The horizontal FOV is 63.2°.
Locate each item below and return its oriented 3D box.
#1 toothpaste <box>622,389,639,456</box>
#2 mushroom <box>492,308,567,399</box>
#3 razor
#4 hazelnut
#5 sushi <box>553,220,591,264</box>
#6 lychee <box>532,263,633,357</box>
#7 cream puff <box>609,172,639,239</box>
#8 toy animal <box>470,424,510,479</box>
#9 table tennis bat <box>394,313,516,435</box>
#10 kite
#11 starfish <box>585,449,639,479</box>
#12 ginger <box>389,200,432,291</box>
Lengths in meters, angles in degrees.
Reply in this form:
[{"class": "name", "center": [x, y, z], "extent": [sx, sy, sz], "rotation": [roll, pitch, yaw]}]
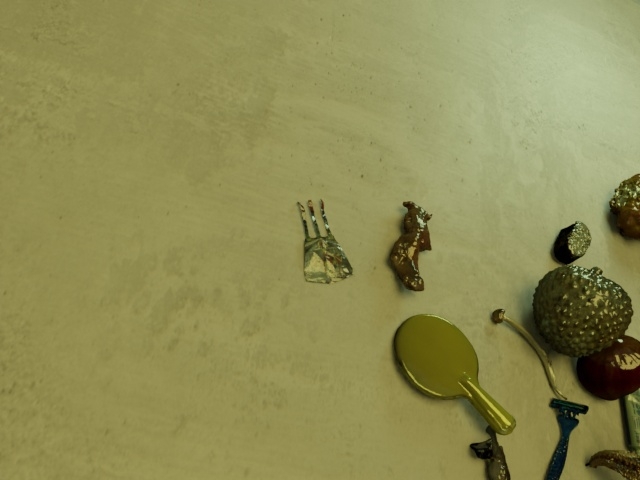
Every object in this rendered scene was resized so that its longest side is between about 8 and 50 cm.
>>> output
[{"class": "toothpaste", "center": [0.902, 0.495, 1.498], "extent": [0.069, 0.047, 0.269], "rotation": [11, 58, 4]}, {"class": "mushroom", "center": [0.601, 0.311, 1.471], "extent": [0.068, 0.043, 0.306], "rotation": [-40, 85, -15]}, {"class": "razor", "center": [0.613, 0.569, 1.341], "extent": [0.056, 0.093, 0.324], "rotation": [53, 54, -35]}, {"class": "hazelnut", "center": [0.836, 0.357, 1.489], "extent": [0.201, 0.160, 0.170], "rotation": [-27, 60, 7]}, {"class": "sushi", "center": [0.812, 0.010, 1.680], "extent": [0.090, 0.078, 0.150], "rotation": [42, 56, -6]}, {"class": "lychee", "center": [0.729, 0.195, 1.461], "extent": [0.255, 0.255, 0.275], "rotation": [24, 80, -10]}, {"class": "cream puff", "center": [1.136, -0.112, 1.830], "extent": [0.268, 0.155, 0.241], "rotation": [-20, 75, -31]}, {"class": "toy animal", "center": [0.434, 0.558, 1.262], "extent": [0.105, 0.070, 0.203], "rotation": [1, 59, -43]}, {"class": "table tennis bat", "center": [0.345, 0.341, 1.324], "extent": [0.368, 0.054, 0.224], "rotation": [45, 54, 14]}, {"class": "kite", "center": [0.001, -0.001, 1.387], "extent": [0.141, 0.015, 0.245], "rotation": [-5, 68, -27]}, {"class": "starfish", "center": [0.835, 0.632, 1.267], "extent": [0.113, 0.303, 0.312], "rotation": [19, 32, -42]}, {"class": "ginger", "center": [0.257, 0.018, 1.456], "extent": [0.122, 0.084, 0.290], "rotation": [36, 50, -29]}]
